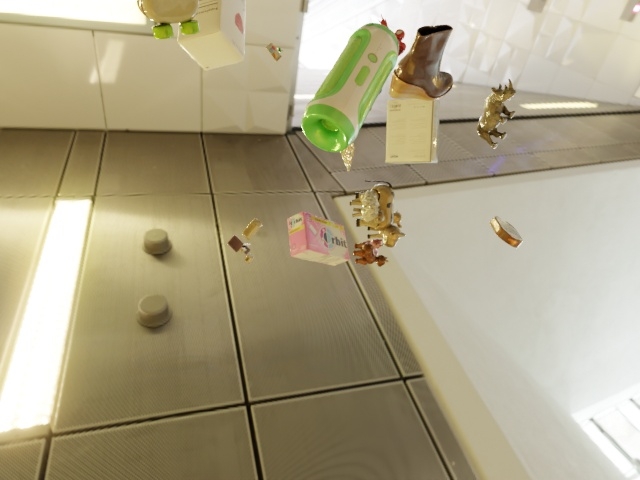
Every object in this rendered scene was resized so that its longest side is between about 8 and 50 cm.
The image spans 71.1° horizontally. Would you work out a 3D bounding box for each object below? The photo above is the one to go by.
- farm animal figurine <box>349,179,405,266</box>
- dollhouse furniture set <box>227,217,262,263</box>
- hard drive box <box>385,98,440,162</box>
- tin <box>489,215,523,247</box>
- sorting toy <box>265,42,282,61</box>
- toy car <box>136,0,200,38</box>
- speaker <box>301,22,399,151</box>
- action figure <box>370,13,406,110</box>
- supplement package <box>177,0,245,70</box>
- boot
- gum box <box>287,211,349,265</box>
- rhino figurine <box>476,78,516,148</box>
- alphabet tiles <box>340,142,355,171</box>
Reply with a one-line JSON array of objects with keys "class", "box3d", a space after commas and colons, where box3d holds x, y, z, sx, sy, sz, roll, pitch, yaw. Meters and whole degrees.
[{"class": "farm animal figurine", "box3d": [0.228, -0.065, 1.650, 0.172, 0.327, 0.330, -1, -156, 16]}, {"class": "dollhouse furniture set", "box3d": [-0.201, -0.001, 1.361, 0.091, 0.114, 0.081, 44, -171, 11]}, {"class": "hard drive box", "box3d": [0.345, -0.407, 1.678, 0.181, 0.233, 0.089, 6, -171, 30]}, {"class": "tin", "box3d": [0.705, -0.036, 1.703, 0.106, 0.040, 0.190, 25, -154, -6]}, {"class": "sorting toy", "box3d": [-0.165, -0.697, 1.641, 0.062, 0.012, 0.083, 47, -141, -22]}, {"class": "toy car", "box3d": [-0.425, -0.636, 1.190, 0.148, 0.155, 0.188, -25, -140, -29]}, {"class": "speaker", "box3d": [0.070, -0.338, 0.978, 0.131, 0.131, 0.297, 21, -115, 13]}, {"class": "action figure", "box3d": [0.153, -0.525, 1.299, 0.139, 0.281, 0.091, 37, 167, -25]}, {"class": "supplement package", "box3d": [-0.389, -0.810, 1.633, 0.175, 0.177, 0.293, -6, -105, 18]}, {"class": "boot", "box3d": [0.316, -0.489, 1.233, 0.248, 0.207, 0.090, -18, -114, -29]}, {"class": "gum box", "box3d": [0.000, 0.000, 1.224, 0.188, 0.062, 0.107, 16, -121, -47]}, {"class": "rhino figurine", "box3d": [0.609, -0.445, 1.548, 0.073, 0.243, 0.106, -29, -124, -24]}, {"class": "alphabet tiles", "box3d": [0.117, -0.461, 2.008, 0.009, 0.237, 0.198, -9, -123, -13]}]
